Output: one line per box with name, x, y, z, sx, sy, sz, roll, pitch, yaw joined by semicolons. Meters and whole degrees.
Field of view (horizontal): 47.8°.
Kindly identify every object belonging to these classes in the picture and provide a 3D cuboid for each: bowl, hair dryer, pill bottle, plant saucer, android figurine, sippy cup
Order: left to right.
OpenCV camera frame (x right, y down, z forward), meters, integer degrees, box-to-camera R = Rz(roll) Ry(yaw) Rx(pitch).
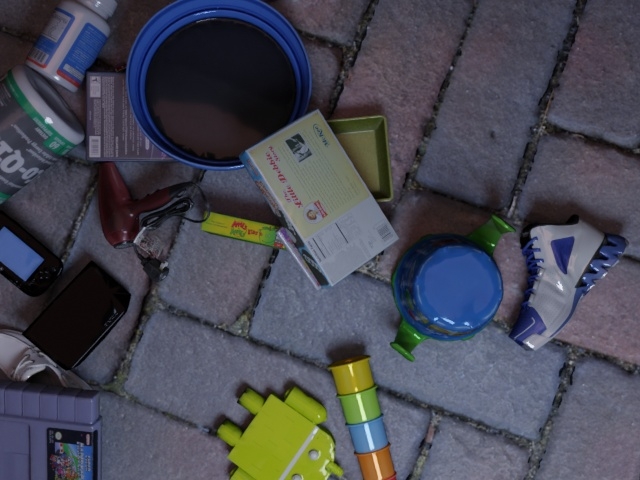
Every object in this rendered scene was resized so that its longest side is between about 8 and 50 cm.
pill bottle;-0.707;-0.189;1.538;0.361;0.204;0.204;-37;85;2
pill bottle;-0.539;-0.449;1.587;0.124;0.124;0.221;30;88;5
hair dryer;-0.377;-0.070;1.558;0.294;0.080;0.223;36;96;17
bowl;-0.214;-0.335;1.551;0.392;0.077;0.390;1;83;-4
android figurine;-0.082;0.440;1.534;0.273;0.056;0.248;36;89;7
plant saucer;0.057;-0.169;1.570;0.189;0.045;0.188;-5;86;4
sippy cup;0.264;0.094;1.450;0.240;0.224;0.305;3;87;4

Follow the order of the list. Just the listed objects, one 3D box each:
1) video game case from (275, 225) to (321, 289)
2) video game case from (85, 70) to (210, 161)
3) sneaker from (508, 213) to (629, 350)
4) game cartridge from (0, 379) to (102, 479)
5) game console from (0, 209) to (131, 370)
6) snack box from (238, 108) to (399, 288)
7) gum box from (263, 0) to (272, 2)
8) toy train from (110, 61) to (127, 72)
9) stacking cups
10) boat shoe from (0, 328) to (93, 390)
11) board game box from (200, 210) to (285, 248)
video game case;0.000;0.000;1.523;0.143;0.019;0.157;-41;110;-21
video game case;-0.375;-0.271;1.591;0.274;0.026;0.196;0;89;-5
sneaker;0.467;0.066;1.499;0.182;0.127;0.315;40;82;9
game cartridge;-0.573;0.473;1.512;0.230;0.068;0.354;6;103;8
game console;-0.602;0.092;1.551;0.361;0.044;0.213;41;78;-5
snack box;-0.001;-0.086;1.475;0.187;0.060;0.321;-34;94;-22
gum box;-0.094;-0.637;1.602;0.107;0.062;0.188;-10;86;3
toy train;-0.446;-0.381;1.626;0.158;0.027;0.036;-25;74;2
stacking cups;0.092;0.404;1.509;0.096;0.096;0.316;-12;87;3
boat shoe;-0.613;0.283;1.554;0.277;0.096;0.098;33;88;5
board game box;-0.156;-0.020;1.549;0.181;0.092;0.043;12;86;4
